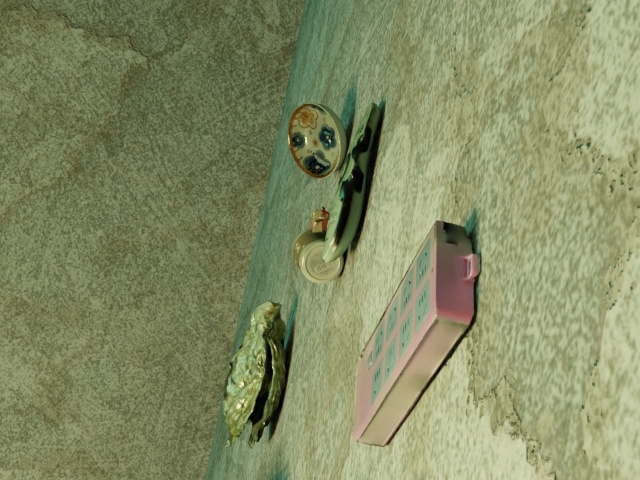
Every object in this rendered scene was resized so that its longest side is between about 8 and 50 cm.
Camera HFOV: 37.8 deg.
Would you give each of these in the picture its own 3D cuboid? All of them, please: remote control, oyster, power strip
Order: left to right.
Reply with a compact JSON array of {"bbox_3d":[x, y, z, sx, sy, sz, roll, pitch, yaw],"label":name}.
[{"bbox_3d":[-0.127,0.269,1.834,0.198,0.112,0.268,115,168,-56],"label":"oyster"},{"bbox_3d":[0.050,-0.087,1.405,0.097,0.045,0.256,142,143,-78],"label":"remote control"},{"bbox_3d":[0.085,0.098,0.904,0.279,0.037,0.109,113,167,-50],"label":"power strip"}]

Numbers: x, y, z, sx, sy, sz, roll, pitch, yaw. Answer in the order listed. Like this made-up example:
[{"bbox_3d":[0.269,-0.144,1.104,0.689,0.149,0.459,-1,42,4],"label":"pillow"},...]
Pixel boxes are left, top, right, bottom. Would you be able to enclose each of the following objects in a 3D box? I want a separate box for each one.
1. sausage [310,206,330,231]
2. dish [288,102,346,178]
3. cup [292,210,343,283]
[{"bbox_3d":[0.000,0.000,1.617,0.050,0.048,0.145,56,-149,-44],"label":"sausage"},{"bbox_3d":[0.014,-0.189,1.725,0.141,0.078,0.141,19,117,43],"label":"dish"},{"bbox_3d":[0.004,0.012,1.479,0.102,0.074,0.099,-62,13,8],"label":"cup"}]
